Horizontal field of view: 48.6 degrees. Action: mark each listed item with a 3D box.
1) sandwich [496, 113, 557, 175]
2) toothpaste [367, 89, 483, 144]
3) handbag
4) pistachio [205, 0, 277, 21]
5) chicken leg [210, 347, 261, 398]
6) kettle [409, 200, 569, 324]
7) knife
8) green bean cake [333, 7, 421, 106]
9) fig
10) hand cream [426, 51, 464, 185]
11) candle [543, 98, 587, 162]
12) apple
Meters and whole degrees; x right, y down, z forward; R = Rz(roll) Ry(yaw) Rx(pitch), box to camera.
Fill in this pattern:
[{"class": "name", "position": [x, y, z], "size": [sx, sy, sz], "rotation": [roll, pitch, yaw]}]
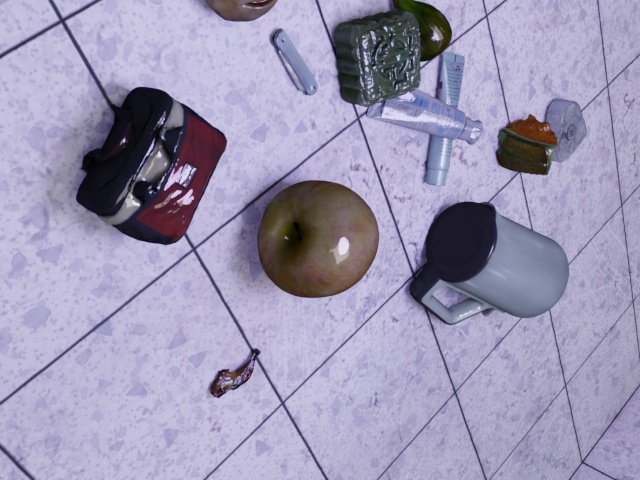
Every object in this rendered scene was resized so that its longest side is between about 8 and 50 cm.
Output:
[{"class": "sandwich", "position": [0.597, -0.262, 1.983], "size": [0.160, 0.185, 0.109], "rotation": [-31, 131, -27]}, {"class": "toothpaste", "position": [0.253, -0.306, 1.710], "size": [0.299, 0.073, 0.114], "rotation": [16, 94, -22]}, {"class": "handbag", "position": [-0.294, -0.129, 1.237], "size": [0.181, 0.181, 0.254], "rotation": [32, 80, -45]}, {"class": "pistachio", "position": [-0.133, -0.476, 1.309], "size": [0.185, 0.124, 0.124], "rotation": [-54, 134, -35]}, {"class": "chicken leg", "position": [-0.187, 0.300, 1.587], "size": [0.145, 0.037, 0.062], "rotation": [-30, 110, -29]}, {"class": "kettle", "position": [0.448, 0.089, 1.970], "size": [0.376, 0.250, 0.361], "rotation": [22, 118, -41]}, {"class": "knife", "position": [-0.054, -0.365, 1.474], "size": [0.044, 0.023, 0.162], "rotation": [-48, 131, -13]}, {"class": "green bean cake", "position": [0.133, -0.402, 1.562], "size": [0.185, 0.094, 0.183], "rotation": [-22, 119, -25]}, {"class": "fig", "position": [0.223, -0.502, 1.629], "size": [0.117, 0.117, 0.177], "rotation": [-48, 108, -19]}, {"class": "hand cream", "position": [0.320, -0.304, 1.803], "size": [0.085, 0.058, 0.331], "rotation": [-2, 106, -39]}, {"class": "candle", "position": [0.744, -0.333, 2.167], "size": [0.168, 0.068, 0.192], "rotation": [-6, 112, -42]}, {"class": "apple", "position": [0.000, 0.000, 1.495], "size": [0.234, 0.256, 0.257], "rotation": [16, 94, -58]}]
